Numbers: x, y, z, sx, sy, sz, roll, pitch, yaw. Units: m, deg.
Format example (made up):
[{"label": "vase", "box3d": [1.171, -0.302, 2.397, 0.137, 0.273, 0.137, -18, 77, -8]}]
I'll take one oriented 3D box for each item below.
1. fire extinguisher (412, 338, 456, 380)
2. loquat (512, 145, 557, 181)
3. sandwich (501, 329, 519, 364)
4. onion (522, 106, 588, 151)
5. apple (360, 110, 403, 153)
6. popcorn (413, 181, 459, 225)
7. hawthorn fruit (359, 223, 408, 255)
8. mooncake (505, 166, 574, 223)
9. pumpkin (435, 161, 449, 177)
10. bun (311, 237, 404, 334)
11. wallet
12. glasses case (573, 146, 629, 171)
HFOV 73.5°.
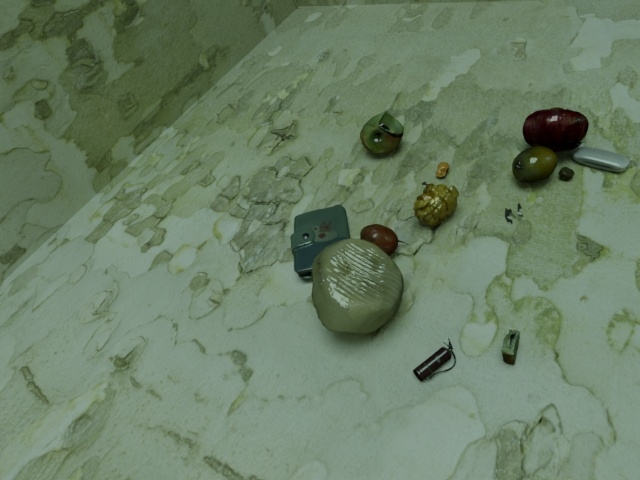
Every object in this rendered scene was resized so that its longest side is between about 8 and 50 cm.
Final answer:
[{"label": "fire extinguisher", "box3d": [0.371, 0.387, 1.357, 0.157, 0.045, 0.078, -34, 77, -13]}, {"label": "loquat", "box3d": [0.865, -0.308, 1.722, 0.195, 0.152, 0.152, -16, 45, -17]}, {"label": "sandwich", "box3d": [0.585, 0.315, 1.314, 0.036, 0.093, 0.104, 8, 51, 32]}, {"label": "onion", "box3d": [0.966, -0.452, 1.774, 0.247, 0.190, 0.246, 6, 17, -2]}, {"label": "apple", "box3d": [0.299, -0.517, 2.075, 0.207, 0.173, 0.188, -3, 30, 18]}, {"label": "popcorn", "box3d": [0.472, -0.148, 1.726, 0.164, 0.140, 0.194, 6, 42, 33]}, {"label": "hawthorn fruit", "box3d": [0.236, -0.006, 1.672, 0.189, 0.149, 0.149, -28, 48, -7]}, {"label": "mooncake", "box3d": [0.865, -0.187, 1.680, 0.347, 0.057, 0.150, -21, 50, -2]}, {"label": "pumpkin", "box3d": [0.542, -0.309, 1.908, 0.050, 0.028, 0.083, 18, 67, 32]}, {"label": "bun", "box3d": [0.125, 0.164, 1.502, 0.326, 0.234, 0.361, 7, 49, -1]}, {"label": "wallet", "box3d": [0.000, 0.000, 1.787, 0.253, 0.083, 0.360, -9, 47, 3]}, {"label": "glasses case", "box3d": [1.122, -0.326, 1.718, 0.197, 0.049, 0.076, 26, 62, 34]}]
